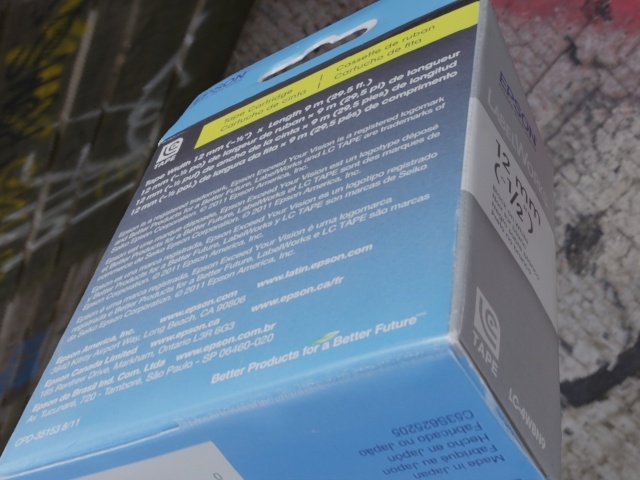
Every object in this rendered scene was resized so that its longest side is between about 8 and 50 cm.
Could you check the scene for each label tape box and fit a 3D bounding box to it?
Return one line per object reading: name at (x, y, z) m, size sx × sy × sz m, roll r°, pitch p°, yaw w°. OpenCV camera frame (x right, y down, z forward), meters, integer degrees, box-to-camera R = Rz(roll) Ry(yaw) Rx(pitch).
label tape box at (0.000, 0.000, 0.563) m, size 0.249 × 0.347 × 0.115 m, roll -20°, pitch 121°, yaw 27°
